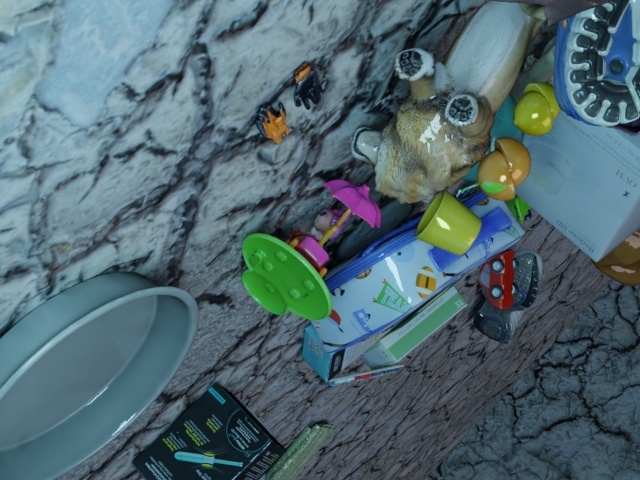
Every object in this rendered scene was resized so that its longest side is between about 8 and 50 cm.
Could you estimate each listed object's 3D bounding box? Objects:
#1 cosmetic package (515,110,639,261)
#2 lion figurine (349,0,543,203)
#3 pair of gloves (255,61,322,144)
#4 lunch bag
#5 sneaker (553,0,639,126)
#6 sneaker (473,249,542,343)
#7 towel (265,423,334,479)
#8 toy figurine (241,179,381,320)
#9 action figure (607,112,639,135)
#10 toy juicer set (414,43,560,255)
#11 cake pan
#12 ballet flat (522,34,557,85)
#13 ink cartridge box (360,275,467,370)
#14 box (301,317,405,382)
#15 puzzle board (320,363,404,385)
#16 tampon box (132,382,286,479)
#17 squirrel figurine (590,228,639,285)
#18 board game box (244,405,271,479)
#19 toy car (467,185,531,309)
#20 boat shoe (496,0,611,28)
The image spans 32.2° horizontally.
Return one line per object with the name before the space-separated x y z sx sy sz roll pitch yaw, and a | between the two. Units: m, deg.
cosmetic package | 0.405 -0.132 1.657 0.138 0.224 0.224 -33 155 -32
lion figurine | 0.180 -0.212 1.208 0.392 0.142 0.240 -51 167 2
pair of gloves | -0.031 -0.137 1.114 0.083 0.010 0.074 -48 158 -4
lunch bag | 0.128 0.029 1.493 0.303 0.115 0.243 -30 176 -43
sneaker | 0.308 -0.278 1.160 0.147 0.130 0.330 -172 -79 -81
sneaker | 0.389 0.091 2.253 0.129 0.111 0.297 -53 169 -28
towel | -0.037 0.396 2.063 0.148 0.027 0.110 -49 158 8
toy figurine | 0.000 0.000 1.314 0.159 0.130 0.173 -46 -176 -28
action figure | 0.453 -0.210 1.446 0.248 0.276 0.370 -54 148 16
toy juicer set | 0.217 -0.150 1.366 0.209 0.089 0.329 -51 -170 51
cake pan | -0.253 0.142 1.139 0.293 0.054 0.293 -39 158 -19
ballet flat | 0.368 -0.270 1.546 0.241 0.091 0.077 -38 133 -31
ink cartridge box | 0.170 0.132 1.829 0.171 0.056 0.235 -37 180 -22
box | 0.081 0.107 1.708 0.244 0.060 0.100 -37 158 -24
puzzle board | 0.069 0.227 1.856 0.128 0.011 0.096 -10 169 -10
tampon box | -0.151 0.300 1.532 0.161 0.120 0.101 -44 159 -5
squirrel figurine | 0.595 -0.112 1.855 0.397 0.370 0.281 22 68 -42
board game box | -0.222 0.436 1.725 0.318 0.066 0.318 -36 157 -26
toy car | 0.299 -0.036 1.812 0.225 0.053 0.239 -52 134 -37
boat shoe | 0.215 -0.263 1.021 0.342 0.123 0.123 -7 149 -27
